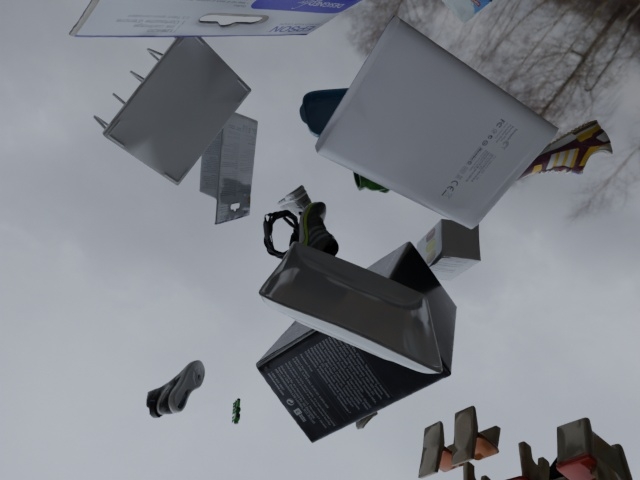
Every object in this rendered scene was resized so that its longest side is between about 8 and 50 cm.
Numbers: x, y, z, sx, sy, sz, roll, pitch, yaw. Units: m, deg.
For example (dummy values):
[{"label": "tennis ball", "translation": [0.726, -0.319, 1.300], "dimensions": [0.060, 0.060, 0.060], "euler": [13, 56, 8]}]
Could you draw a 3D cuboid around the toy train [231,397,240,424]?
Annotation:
[{"label": "toy train", "translation": [-0.199, 0.405, 1.096], "dimensions": [0.017, 0.024, 0.083], "euler": [25, -169, -14]}]

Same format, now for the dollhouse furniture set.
[{"label": "dollhouse furniture set", "translation": [0.316, 0.378, 0.686], "dimensions": [0.262, 0.259, 0.135], "euler": [39, -142, -7]}]

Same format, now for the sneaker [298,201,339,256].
[{"label": "sneaker", "translation": [0.000, 0.000, 1.412], "dimensions": [0.121, 0.111, 0.300], "euler": [-7, -128, 19]}]

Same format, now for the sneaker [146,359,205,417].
[{"label": "sneaker", "translation": [-0.421, 0.416, 1.308], "dimensions": [0.121, 0.079, 0.217], "euler": [-16, -169, 11]}]

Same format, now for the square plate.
[{"label": "square plate", "translation": [0.066, 0.126, 0.946], "dimensions": [0.343, 0.049, 0.347], "euler": [22, -163, 2]}]

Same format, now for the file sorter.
[{"label": "file sorter", "translation": [-0.339, -0.308, 1.032], "dimensions": [0.173, 0.278, 0.193], "euler": [36, 178, 44]}]

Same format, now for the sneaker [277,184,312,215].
[{"label": "sneaker", "translation": [-0.097, -0.134, 1.840], "dimensions": [0.105, 0.281, 0.115], "euler": [-34, -86, -9]}]

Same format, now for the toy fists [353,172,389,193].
[{"label": "toy fists", "translation": [0.167, -0.256, 1.504], "dimensions": [0.142, 0.096, 0.279], "euler": [-9, -136, -7]}]

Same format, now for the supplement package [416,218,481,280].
[{"label": "supplement package", "translation": [0.435, 0.037, 1.589], "dimensions": [0.133, 0.244, 0.139], "euler": [7, -112, -6]}]

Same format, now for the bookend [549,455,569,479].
[{"label": "bookend", "translation": [0.511, 0.502, 0.888], "dimensions": [0.157, 0.156, 0.072], "euler": [35, 174, 35]}]

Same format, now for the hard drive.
[{"label": "hard drive", "translation": [0.180, -0.159, 0.706], "dimensions": [0.318, 0.210, 0.040], "euler": [22, -151, -24]}]

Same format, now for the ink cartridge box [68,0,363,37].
[{"label": "ink cartridge box", "translation": [-0.015, -0.256, 0.377], "dimensions": [0.307, 0.072, 0.303], "euler": [-3, -164, 44]}]

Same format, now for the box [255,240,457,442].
[{"label": "box", "translation": [0.138, 0.288, 1.428], "dimensions": [0.297, 0.471, 0.480], "euler": [53, -157, 0]}]

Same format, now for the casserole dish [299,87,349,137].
[{"label": "casserole dish", "translation": [0.043, -0.277, 1.014], "dimensions": [0.188, 0.037, 0.114], "euler": [-9, -105, -14]}]

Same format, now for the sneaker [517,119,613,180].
[{"label": "sneaker", "translation": [0.465, -0.152, 0.898], "dimensions": [0.084, 0.185, 0.069], "euler": [59, -151, 3]}]

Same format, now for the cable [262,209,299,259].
[{"label": "cable", "translation": [-0.142, -0.020, 1.724], "dimensions": [0.150, 0.047, 0.185], "euler": [-10, -88, -32]}]

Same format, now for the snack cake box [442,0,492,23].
[{"label": "snack cake box", "translation": [0.373, -0.668, 1.108], "dimensions": [0.152, 0.089, 0.264], "euler": [41, -117, -14]}]

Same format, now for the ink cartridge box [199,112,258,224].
[{"label": "ink cartridge box", "translation": [-0.285, -0.231, 1.439], "dimensions": [0.071, 0.331, 0.324], "euler": [9, -171, 8]}]

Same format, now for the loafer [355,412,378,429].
[{"label": "loafer", "translation": [0.157, 0.548, 1.470], "dimensions": [0.050, 0.148, 0.056], "euler": [22, -161, -10]}]
